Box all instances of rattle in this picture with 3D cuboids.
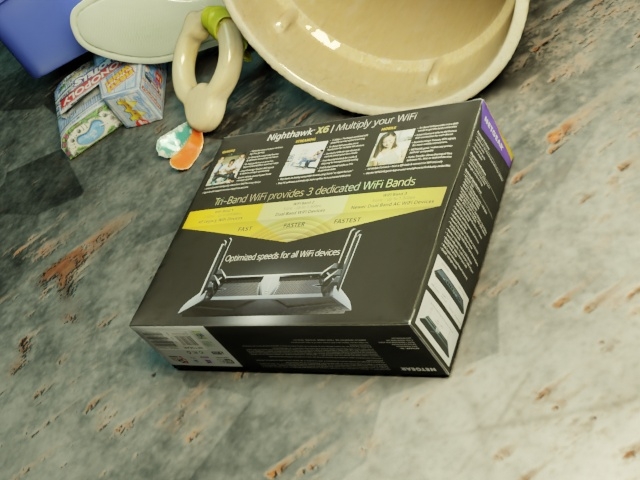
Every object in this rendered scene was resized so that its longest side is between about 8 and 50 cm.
[{"bbox_3d":[-0.117,-0.182,1.228,0.130,0.143,0.200,4,90,32],"label":"rattle"}]

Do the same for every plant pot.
[{"bbox_3d":[0.097,-0.353,1.032,0.334,0.334,0.305,-3,39,36],"label":"plant pot"}]

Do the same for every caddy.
[{"bbox_3d":[-0.359,-0.387,1.439,0.341,0.179,0.241,-16,29,39],"label":"caddy"}]

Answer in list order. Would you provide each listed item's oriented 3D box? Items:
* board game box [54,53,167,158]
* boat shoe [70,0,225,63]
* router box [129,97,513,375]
[{"bbox_3d":[-0.288,-0.206,1.355,0.194,0.060,0.194,-33,38,6],"label":"board game box"},{"bbox_3d":[-0.173,-0.306,1.295,0.302,0.114,0.091,-3,37,1],"label":"boat shoe"},{"bbox_3d":[0.000,0.000,0.912,0.309,0.081,0.243,-3,50,36],"label":"router box"}]
